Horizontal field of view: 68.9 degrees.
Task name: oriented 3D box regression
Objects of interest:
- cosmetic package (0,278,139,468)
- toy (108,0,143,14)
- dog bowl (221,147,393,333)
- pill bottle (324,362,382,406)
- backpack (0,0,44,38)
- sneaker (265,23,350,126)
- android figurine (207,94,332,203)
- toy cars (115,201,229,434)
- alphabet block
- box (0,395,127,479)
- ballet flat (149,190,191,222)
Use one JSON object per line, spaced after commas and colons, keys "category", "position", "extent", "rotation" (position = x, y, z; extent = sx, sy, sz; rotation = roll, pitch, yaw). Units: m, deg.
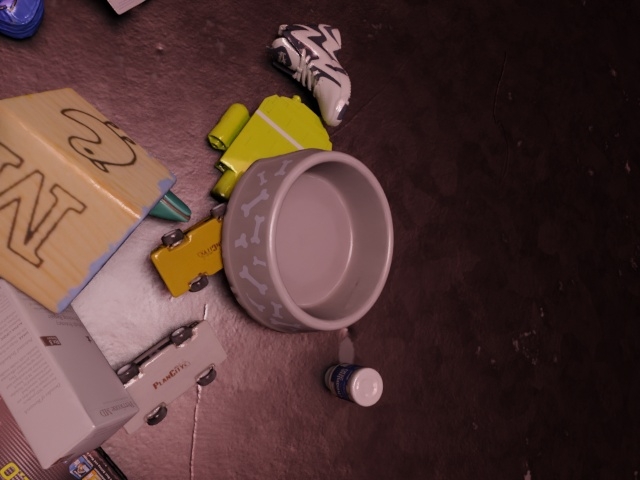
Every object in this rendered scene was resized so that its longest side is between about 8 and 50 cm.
{"category": "cosmetic package", "position": [-0.354, 0.165, 0.615], "extent": [0.085, 0.117, 0.231], "rotation": [-41, 79, -3]}
{"category": "toy", "position": [-0.388, -0.491, 0.764], "extent": [0.237, 0.056, 0.137], "rotation": [53, 42, -27]}
{"category": "dog bowl", "position": [0.000, 0.000, 0.831], "extent": [0.348, 0.102, 0.350], "rotation": [-2, 94, -44]}
{"category": "pill bottle", "position": [0.057, 0.264, 0.868], "extent": [0.066, 0.120, 0.067], "rotation": [4, 81, -27]}
{"category": "backpack", "position": [-0.478, -0.361, 0.685], "extent": [0.120, 0.101, 0.098], "rotation": [23, 80, -27]}
{"category": "sneaker", "position": [-0.032, -0.332, 0.911], "extent": [0.152, 0.094, 0.235], "rotation": [3, 72, -21]}
{"category": "android figurine", "position": [-0.085, -0.159, 0.889], "extent": [0.248, 0.056, 0.273], "rotation": [36, 69, -19]}
{"category": "toy cars", "position": [-0.225, 0.109, 0.765], "extent": [0.176, 0.087, 0.394], "rotation": [24, 77, -35]}
{"category": "alphabet block", "position": [-0.345, -0.059, 0.626], "extent": [0.197, 0.192, 0.193], "rotation": [41, 104, -18]}
{"category": "box", "position": [-0.434, 0.324, 0.636], "extent": [0.216, 0.060, 0.270], "rotation": [-39, 101, -27]}
{"category": "ballet flat", "position": [-0.323, -0.100, 0.752], "extent": [0.087, 0.083, 0.247], "rotation": [-43, 105, -1]}
